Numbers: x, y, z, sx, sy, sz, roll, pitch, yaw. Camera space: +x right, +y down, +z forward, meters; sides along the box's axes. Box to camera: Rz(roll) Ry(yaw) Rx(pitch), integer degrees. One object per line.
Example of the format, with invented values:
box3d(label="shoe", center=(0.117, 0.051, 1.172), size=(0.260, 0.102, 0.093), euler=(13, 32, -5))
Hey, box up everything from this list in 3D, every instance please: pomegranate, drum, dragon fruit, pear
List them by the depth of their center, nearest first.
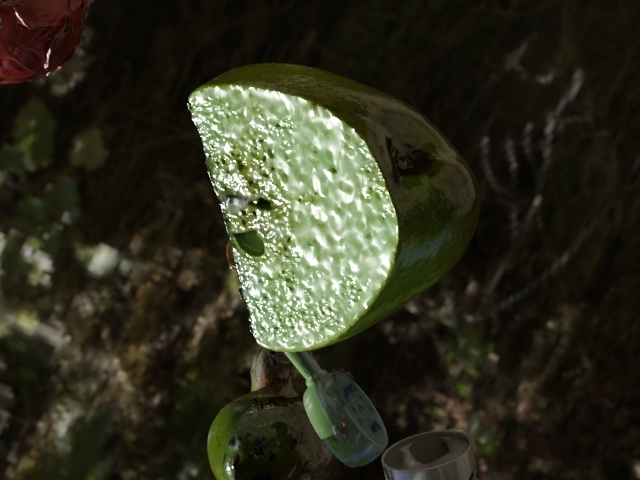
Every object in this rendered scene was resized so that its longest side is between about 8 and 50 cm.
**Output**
box3d(label="pear", center=(0.031, -0.049, 1.394), size=(0.292, 0.292, 0.159), euler=(32, -142, 29))
box3d(label="drum", center=(-0.004, 0.153, 1.768), size=(0.253, 0.049, 0.130), euler=(58, -166, 15))
box3d(label="pomegranate", center=(-0.059, 0.252, 1.990), size=(0.179, 0.210, 0.179), euler=(7, 157, 3))
box3d(label="dragon fruit", center=(-0.457, -0.342, 2.205), size=(0.241, 0.241, 0.252), euler=(29, -146, 16))

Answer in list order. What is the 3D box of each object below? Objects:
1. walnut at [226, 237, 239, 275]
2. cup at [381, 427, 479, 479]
box3d(label="walnut", center=(0.002, 0.001, 1.705), size=(0.087, 0.211, 0.167), euler=(58, -177, -37))
box3d(label="cup", center=(0.170, 0.364, 2.198), size=(0.134, 0.142, 0.173), euler=(-14, -165, 3))
